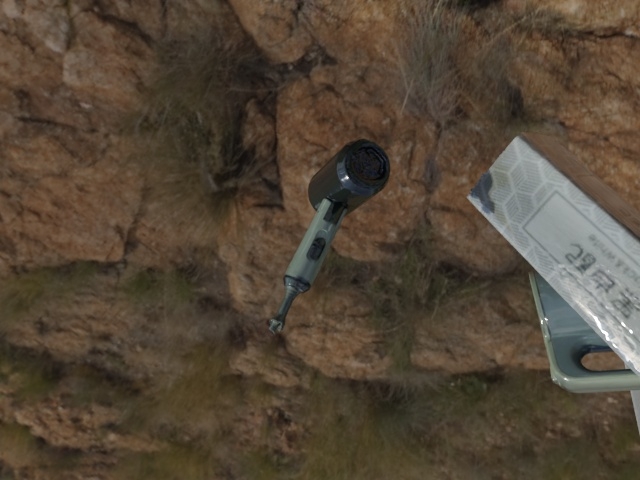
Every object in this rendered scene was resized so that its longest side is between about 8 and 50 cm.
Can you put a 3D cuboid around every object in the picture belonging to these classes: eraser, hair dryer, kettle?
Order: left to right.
[{"bbox_3d":[0.000,0.000,0.578,0.057,0.197,0.100,28,163,-10],"label":"hair dryer"},{"bbox_3d":[0.393,0.088,0.735,0.243,0.210,0.160,-16,134,19],"label":"kettle"},{"bbox_3d":[0.317,0.060,0.579,0.404,0.096,0.098,52,126,26],"label":"eraser"}]

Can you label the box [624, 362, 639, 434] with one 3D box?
[{"bbox_3d":[0.517,0.203,0.740,0.233,0.149,0.067,-21,142,34],"label":"box"}]
